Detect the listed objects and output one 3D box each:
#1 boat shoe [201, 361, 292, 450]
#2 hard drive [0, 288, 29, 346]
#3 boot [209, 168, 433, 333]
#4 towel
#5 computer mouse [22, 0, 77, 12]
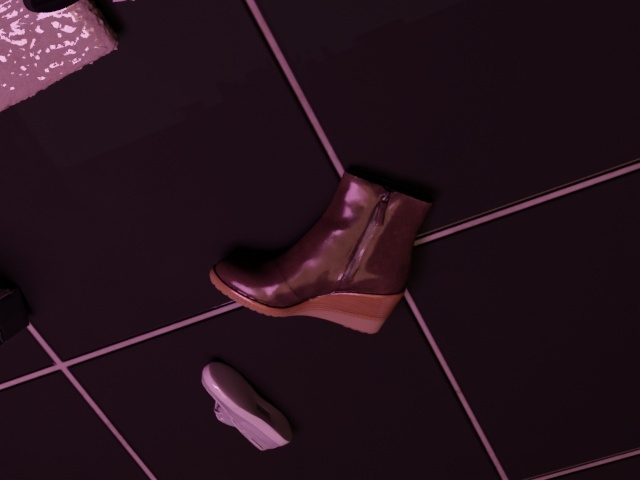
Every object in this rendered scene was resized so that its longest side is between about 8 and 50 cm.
[{"bbox_3d":[-0.117,0.242,1.581,0.063,0.066,0.184,-31,130,21],"label":"boat shoe"},{"bbox_3d":[-0.576,0.144,1.409,0.339,0.237,0.064,-11,101,11],"label":"hard drive"},{"bbox_3d":[0.000,0.000,1.396,0.248,0.090,0.207,14,114,-8],"label":"boot"},{"bbox_3d":[-0.387,-0.231,1.238,0.282,0.049,0.187,-24,124,17],"label":"towel"},{"bbox_3d":[-0.227,-0.352,1.103,0.060,0.184,0.262,47,145,16],"label":"computer mouse"}]
